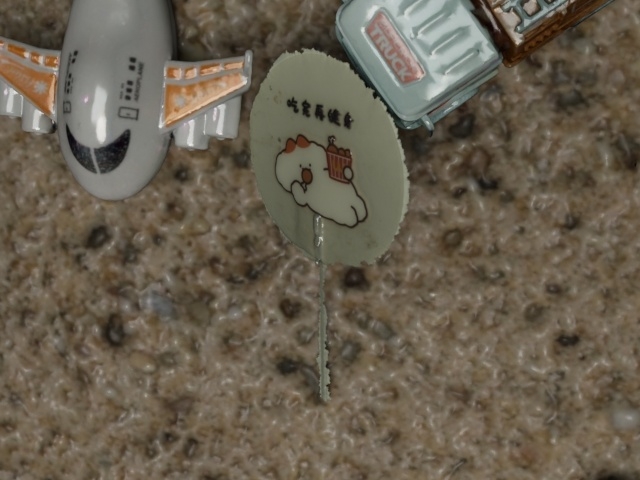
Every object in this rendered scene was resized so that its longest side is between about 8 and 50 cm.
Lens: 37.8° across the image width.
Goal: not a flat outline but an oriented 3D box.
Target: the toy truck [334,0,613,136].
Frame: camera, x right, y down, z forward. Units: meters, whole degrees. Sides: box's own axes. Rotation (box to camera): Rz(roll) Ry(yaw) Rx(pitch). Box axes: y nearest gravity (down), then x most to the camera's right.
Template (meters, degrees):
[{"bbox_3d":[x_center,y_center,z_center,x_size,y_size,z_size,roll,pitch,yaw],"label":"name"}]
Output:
[{"bbox_3d":[0.156,-0.211,0.724,0.305,0.162,0.136,-34,92,11],"label":"toy truck"}]

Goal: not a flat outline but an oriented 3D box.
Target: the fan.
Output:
[{"bbox_3d":[-0.001,0.000,0.808,0.190,0.009,0.329,23,122,40],"label":"fan"}]

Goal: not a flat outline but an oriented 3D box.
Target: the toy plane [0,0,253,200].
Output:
[{"bbox_3d":[-0.176,-0.154,0.801,0.244,0.117,0.245,1,97,6],"label":"toy plane"}]
